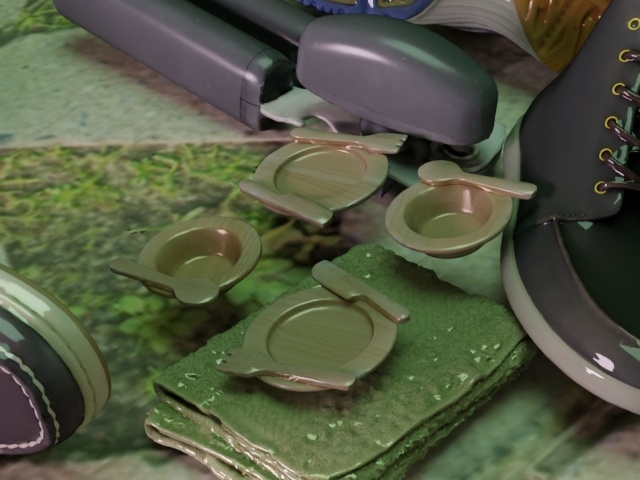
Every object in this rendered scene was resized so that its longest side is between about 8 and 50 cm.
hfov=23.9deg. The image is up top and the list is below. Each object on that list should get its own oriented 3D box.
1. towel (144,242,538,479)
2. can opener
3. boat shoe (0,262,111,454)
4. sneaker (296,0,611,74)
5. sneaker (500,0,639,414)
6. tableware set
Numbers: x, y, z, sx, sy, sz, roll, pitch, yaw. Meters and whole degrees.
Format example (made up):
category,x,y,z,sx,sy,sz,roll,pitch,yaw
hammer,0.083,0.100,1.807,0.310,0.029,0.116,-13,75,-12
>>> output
category,x,y,z,sx,sy,sz,roll,pitch,yaw
towel,0.011,0.056,0.624,0.110,0.027,0.148,27,46,33
can opener,-0.024,-0.112,0.788,0.283,0.095,0.076,31,47,26
boat shoe,-0.220,0.049,0.583,0.285,0.103,0.092,9,43,19
sneaker,0.121,-0.157,0.838,0.296,0.112,0.131,19,18,7
sneaker,0.135,-0.031,0.645,0.083,0.118,0.222,16,34,-16
tableware set,0.000,0.000,0.652,0.141,0.020,0.168,20,46,36
